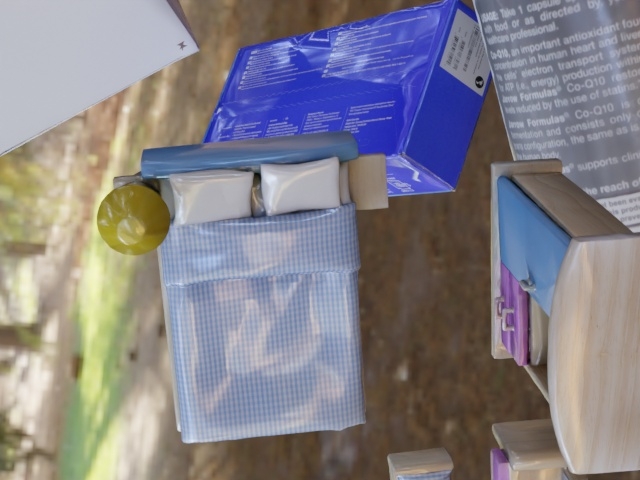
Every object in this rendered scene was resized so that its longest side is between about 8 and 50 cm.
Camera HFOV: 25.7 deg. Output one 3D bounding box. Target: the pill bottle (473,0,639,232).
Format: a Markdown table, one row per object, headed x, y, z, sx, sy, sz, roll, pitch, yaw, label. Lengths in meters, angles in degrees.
| x | y | z | sx | sy | sz | roll | pitch | yaw | label |
| --- | --- | --- | --- | --- | --- | --- | --- | --- | --- |
| 0.238 | -0.159 | 1.138 | 0.204 | 0.204 | 0.361 | -152 | 46 | -77 | pill bottle |

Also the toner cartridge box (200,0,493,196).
| x | y | z | sx | sy | sz | roll | pitch | yaw | label |
| --- | --- | --- | --- | --- | --- | --- | --- | --- | --- |
| 0.016 | -0.126 | 1.385 | 0.347 | 0.075 | 0.165 | -2 | 62 | 52 | toner cartridge box |

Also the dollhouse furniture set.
| x | y | z | sx | sy | sz | roll | pitch | yaw | label |
| --- | --- | --- | --- | --- | --- | --- | --- | --- | --- |
| 0.024 | 0.092 | 0.857 | 0.198 | 0.303 | 0.286 | -109 | 15 | -74 | dollhouse furniture set |

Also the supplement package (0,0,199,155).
| x | y | z | sx | sy | sz | roll | pitch | yaw | label |
| --- | --- | --- | --- | --- | --- | --- | --- | --- | --- |
| -0.292 | -0.235 | 1.416 | 0.145 | 0.261 | 0.204 | 65 | -175 | 32 | supplement package |
